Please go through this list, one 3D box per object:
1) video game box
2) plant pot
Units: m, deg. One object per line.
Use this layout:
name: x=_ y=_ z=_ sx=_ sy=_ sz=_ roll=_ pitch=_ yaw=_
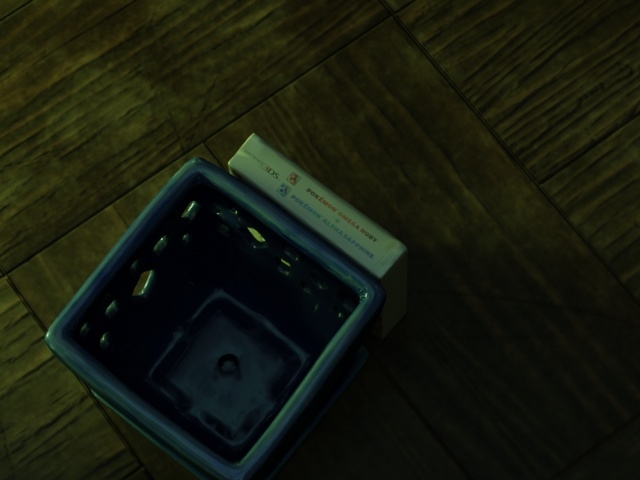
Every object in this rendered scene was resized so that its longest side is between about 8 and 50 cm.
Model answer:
video game box: x=0.000 y=0.000 z=1.735 sx=0.187 sy=0.205 sz=0.048 roll=39 pitch=76 yaw=15
plant pot: x=-0.091 y=0.102 z=1.695 sx=0.236 sy=0.212 sz=0.236 roll=35 pitch=74 yaw=14
